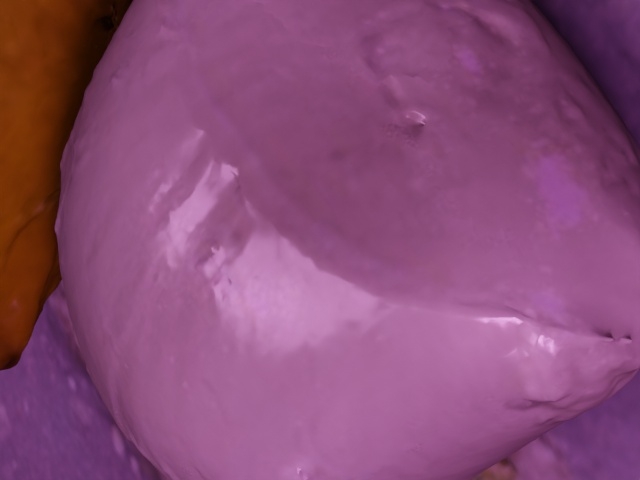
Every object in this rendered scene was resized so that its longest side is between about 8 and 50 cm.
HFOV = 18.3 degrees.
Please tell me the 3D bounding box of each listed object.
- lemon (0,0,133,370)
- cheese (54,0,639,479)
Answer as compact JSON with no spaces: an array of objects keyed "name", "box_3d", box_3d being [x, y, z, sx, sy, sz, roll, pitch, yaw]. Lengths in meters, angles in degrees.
[{"name":"lemon","box_3d":[-0.215,-0.100,0.741,0.336,0.336,0.336,19,115,47]},{"name":"cheese","box_3d":[0.000,0.000,0.631,0.198,0.154,0.189,58,144,21]}]
